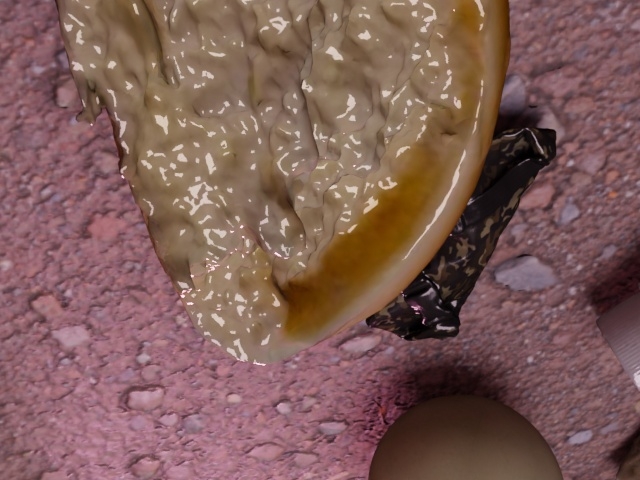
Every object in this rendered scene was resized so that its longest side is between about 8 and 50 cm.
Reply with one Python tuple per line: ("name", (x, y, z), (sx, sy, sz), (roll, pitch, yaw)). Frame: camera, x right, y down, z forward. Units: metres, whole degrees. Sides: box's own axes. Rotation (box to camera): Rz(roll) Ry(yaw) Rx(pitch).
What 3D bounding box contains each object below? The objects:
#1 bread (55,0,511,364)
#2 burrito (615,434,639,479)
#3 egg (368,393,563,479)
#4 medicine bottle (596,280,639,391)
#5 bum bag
("bread", (-0.052, -0.117, 0.835), (0.329, 0.245, 0.424), (-48, 142, -28))
("burrito", (0.399, 0.193, 1.381), (0.063, 0.058, 0.229), (22, 117, -26))
("egg", (0.149, 0.257, 1.263), (0.188, 0.188, 0.253), (-29, 135, 7))
("medicine bottle", (0.388, 0.050, 1.200), (0.247, 0.147, 0.147), (-34, 130, 11))
("bum bag", (0.118, 0.000, 1.118), (0.102, 0.069, 0.248), (9, 123, -23))
